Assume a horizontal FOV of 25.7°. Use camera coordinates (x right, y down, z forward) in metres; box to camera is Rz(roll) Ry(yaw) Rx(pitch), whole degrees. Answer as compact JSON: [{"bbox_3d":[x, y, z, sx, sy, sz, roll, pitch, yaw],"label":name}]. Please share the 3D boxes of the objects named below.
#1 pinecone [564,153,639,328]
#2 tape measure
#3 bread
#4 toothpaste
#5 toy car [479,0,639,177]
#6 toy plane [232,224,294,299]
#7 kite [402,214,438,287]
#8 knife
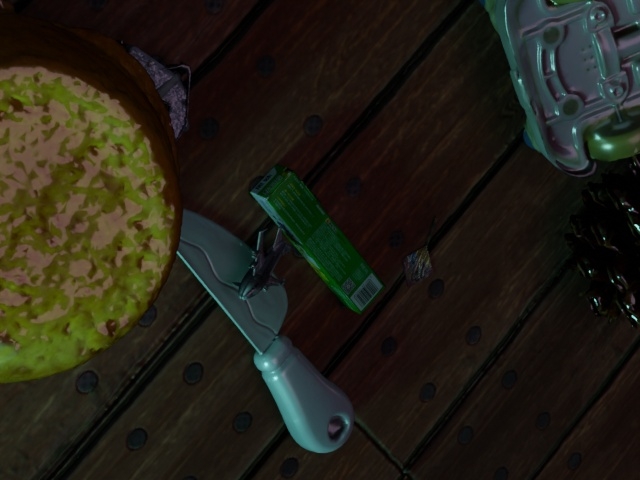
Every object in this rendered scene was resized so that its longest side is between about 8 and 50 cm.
[{"bbox_3d":[0.370,0.004,1.554,0.221,0.221,0.221,-9,107,-32],"label":"pinecone"},{"bbox_3d":[-0.159,-0.123,1.250,0.091,0.054,0.094,16,91,-30],"label":"tape measure"},{"bbox_3d":[-0.250,-0.027,1.128,0.312,0.172,0.312,-8,113,-20],"label":"bread"},{"bbox_3d":[0.000,0.000,1.399,0.043,0.037,0.178,-47,123,-12],"label":"toothpaste"},{"bbox_3d":[0.342,-0.250,1.487,0.336,0.226,0.242,-23,117,1],"label":"toy car"},{"bbox_3d":[-0.056,0.026,1.350,0.083,0.031,0.078,-50,142,-29],"label":"toy plane"},{"bbox_3d":[0.105,0.012,1.494,0.044,0.002,0.078,-5,106,-33],"label":"kite"},{"bbox_3d":[-0.058,0.078,1.384,0.080,0.044,0.331,-44,118,-26],"label":"knife"}]
